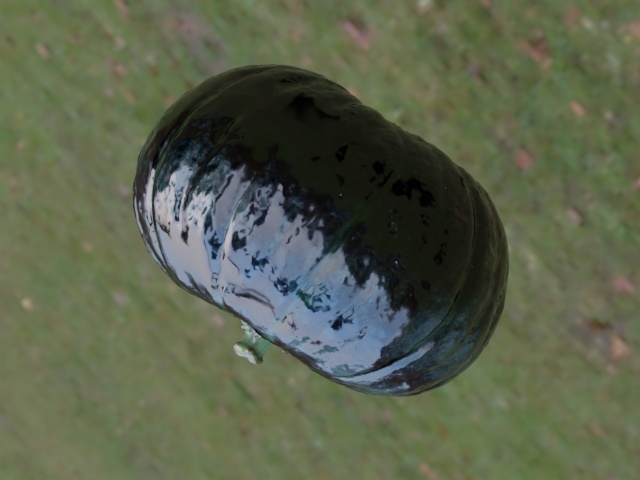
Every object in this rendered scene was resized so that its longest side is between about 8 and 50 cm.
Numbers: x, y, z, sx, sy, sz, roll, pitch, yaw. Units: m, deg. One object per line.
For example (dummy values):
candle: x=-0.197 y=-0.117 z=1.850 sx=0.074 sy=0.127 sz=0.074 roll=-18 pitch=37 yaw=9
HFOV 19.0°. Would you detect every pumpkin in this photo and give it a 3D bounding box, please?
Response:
pumpkin: x=0.000 y=0.000 z=0.954 sx=0.202 sy=0.140 sz=0.202 roll=31 pitch=179 yaw=0
